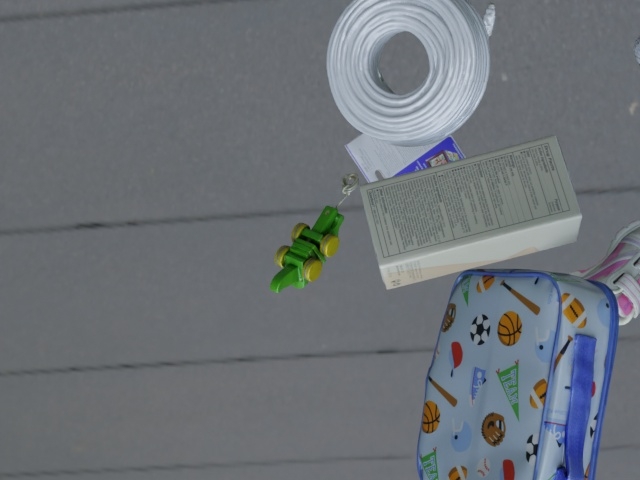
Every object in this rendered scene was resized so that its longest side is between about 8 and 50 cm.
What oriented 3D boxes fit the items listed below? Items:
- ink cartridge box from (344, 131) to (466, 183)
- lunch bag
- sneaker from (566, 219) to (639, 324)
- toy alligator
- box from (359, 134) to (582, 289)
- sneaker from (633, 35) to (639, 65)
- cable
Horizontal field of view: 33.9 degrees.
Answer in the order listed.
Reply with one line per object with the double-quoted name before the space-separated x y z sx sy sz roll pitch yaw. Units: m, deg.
"ink cartridge box" 0.171 -0.150 2.028 0.206 0.208 0.045 57 159 -5
"lunch bag" 0.227 0.183 1.203 0.115 0.303 0.243 11 175 -29
"sneaker" 0.461 0.065 1.583 0.252 0.111 0.103 -41 115 15
"toy alligator" 0.000 0.000 1.321 0.056 0.190 0.051 22 154 30
"box" 0.230 -0.041 1.615 0.311 0.148 0.121 -13 158 4
"sneaker" 0.443 -0.143 1.021 0.268 0.101 0.153 10 127 45
"cable" 0.134 -0.272 1.620 0.257 0.257 0.089 6 -172 24
